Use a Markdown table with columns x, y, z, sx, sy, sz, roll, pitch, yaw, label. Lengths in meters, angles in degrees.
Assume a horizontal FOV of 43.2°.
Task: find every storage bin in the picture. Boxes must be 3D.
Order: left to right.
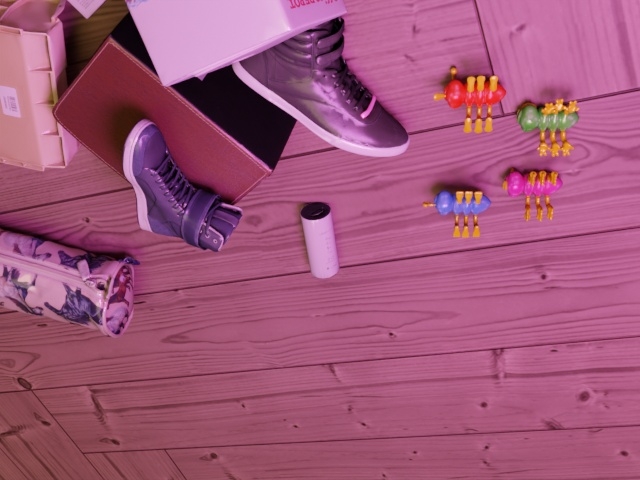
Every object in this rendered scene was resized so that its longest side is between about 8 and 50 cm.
| x | y | z | sx | sy | sz | roll | pitch | yaw | label |
| --- | --- | --- | --- | --- | --- | --- | --- | --- | --- |
| -0.524 | -0.266 | 1.301 | 0.261 | 0.123 | 0.262 | 12 | 131 | 5 | storage bin |

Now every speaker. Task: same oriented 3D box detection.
| x | y | z | sx | sy | sz | roll | pitch | yaw | label |
| --- | --- | --- | --- | --- | --- | --- | --- | --- | --- |
| 0.000 | 0.000 | 1.427 | 0.055 | 0.055 | 0.136 | 2 | 130 | 14 | speaker |

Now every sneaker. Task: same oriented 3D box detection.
| x | y | z | sx | sy | sz | roll | pitch | yaw | label |
| --- | --- | --- | --- | --- | --- | --- | --- | --- | --- |
| -0.196 | -0.074 | 1.189 | 0.164 | 0.086 | 0.226 | 21 | 146 | 15 | sneaker |
| 0.023 | -0.238 | 1.183 | 0.296 | 0.104 | 0.147 | 31 | 136 | -5 | sneaker |

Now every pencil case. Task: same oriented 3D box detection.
| x | y | z | sx | sy | sz | roll | pitch | yaw | label |
| --- | --- | --- | --- | --- | --- | --- | --- | --- | --- |
| -0.563 | 0.062 | 1.562 | 0.411 | 0.159 | 0.183 | 15 | 148 | 3 | pencil case |

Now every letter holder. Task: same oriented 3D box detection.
| x | y | z | sx | sy | sz | roll | pitch | yaw | label |
| --- | --- | --- | --- | --- | --- | --- | --- | --- | --- |
| -0.229 | -0.190 | 1.268 | 0.302 | 0.152 | 0.214 | 39 | 131 | -18 | letter holder |

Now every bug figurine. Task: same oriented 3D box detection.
| x | y | z | sx | sy | sz | roll | pitch | yaw | label |
| --- | --- | --- | --- | --- | --- | --- | --- | --- | --- |
| 0.272 | -0.133 | 1.229 | 0.216 | 0.072 | 0.278 | 4 | 126 | 4 | bug figurine |

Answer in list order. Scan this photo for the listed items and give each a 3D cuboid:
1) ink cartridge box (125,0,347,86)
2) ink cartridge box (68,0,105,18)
| x | y | z | sx | sy | sz | roll | pitch | yaw | label |
| --- | --- | --- | --- | --- | --- | --- | --- | --- | --- |
| -0.129 | -0.363 | 1.007 | 0.197 | 0.198 | 0.270 | -16 | 104 | 27 | ink cartridge box |
| -0.347 | -0.440 | 1.127 | 0.148 | 0.085 | 0.203 | -30 | 116 | 34 | ink cartridge box |
